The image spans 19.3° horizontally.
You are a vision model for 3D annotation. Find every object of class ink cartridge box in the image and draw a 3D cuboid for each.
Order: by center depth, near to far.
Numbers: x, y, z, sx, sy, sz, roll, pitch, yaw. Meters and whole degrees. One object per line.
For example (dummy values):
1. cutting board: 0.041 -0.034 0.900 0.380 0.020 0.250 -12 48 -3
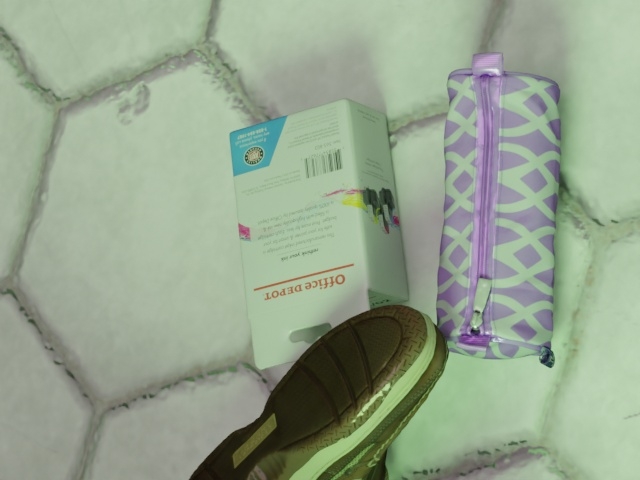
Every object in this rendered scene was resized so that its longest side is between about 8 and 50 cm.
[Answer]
1. ink cartridge box: 0.000 0.000 1.363 0.104 0.061 0.181 -14 73 29

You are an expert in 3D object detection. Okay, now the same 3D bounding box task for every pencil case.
1. pencil case: 0.118 -0.017 1.280 0.086 0.088 0.206 -3 78 29

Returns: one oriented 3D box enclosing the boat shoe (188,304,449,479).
1. boat shoe: 0.011 0.139 1.303 0.257 0.095 0.095 -41 36 33
